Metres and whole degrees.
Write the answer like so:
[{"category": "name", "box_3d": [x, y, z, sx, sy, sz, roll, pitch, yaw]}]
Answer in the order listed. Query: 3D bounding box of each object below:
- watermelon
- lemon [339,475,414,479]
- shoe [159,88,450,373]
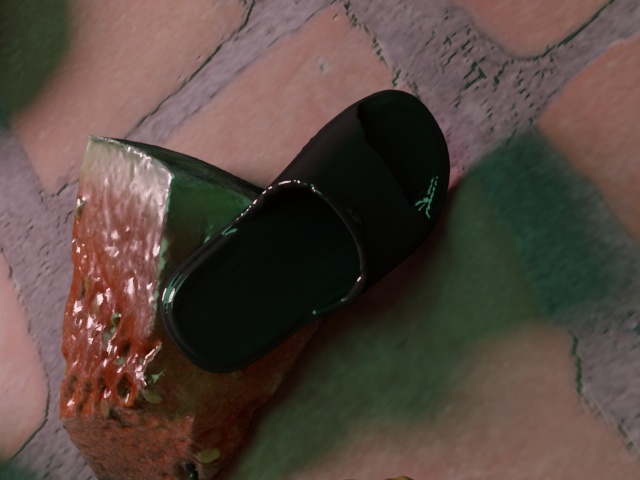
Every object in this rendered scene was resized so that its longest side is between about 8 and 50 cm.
[{"category": "watermelon", "box_3d": [-0.112, 0.069, 1.288, 0.193, 0.140, 0.256, 23, 94, 43]}, {"category": "lemon", "box_3d": [-0.003, 0.282, 1.039, 0.293, 0.293, 0.293, -11, 68, 28]}, {"category": "shoe", "box_3d": [0.000, 0.000, 1.197, 0.241, 0.108, 0.093, -41, 11, -8]}]
